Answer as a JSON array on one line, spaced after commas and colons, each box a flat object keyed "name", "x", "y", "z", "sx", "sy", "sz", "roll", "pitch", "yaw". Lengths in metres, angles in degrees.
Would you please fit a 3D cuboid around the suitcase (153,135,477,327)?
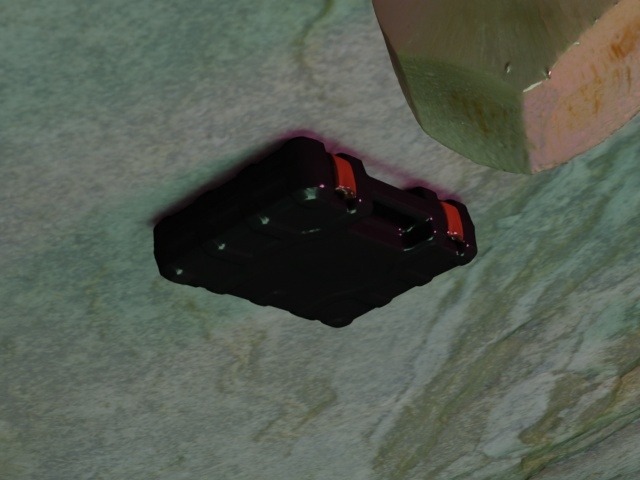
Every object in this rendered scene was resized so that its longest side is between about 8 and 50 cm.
[{"name": "suitcase", "x": 0.000, "y": 0.000, "z": 1.313, "sx": 0.206, "sy": 0.066, "sz": 0.285, "roll": -29, "pitch": 151, "yaw": 30}]

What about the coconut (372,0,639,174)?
[{"name": "coconut", "x": 0.143, "y": -0.167, "z": 0.897, "sx": 0.236, "sy": 0.197, "sz": 0.237, "roll": -19, "pitch": 151, "yaw": -12}]
